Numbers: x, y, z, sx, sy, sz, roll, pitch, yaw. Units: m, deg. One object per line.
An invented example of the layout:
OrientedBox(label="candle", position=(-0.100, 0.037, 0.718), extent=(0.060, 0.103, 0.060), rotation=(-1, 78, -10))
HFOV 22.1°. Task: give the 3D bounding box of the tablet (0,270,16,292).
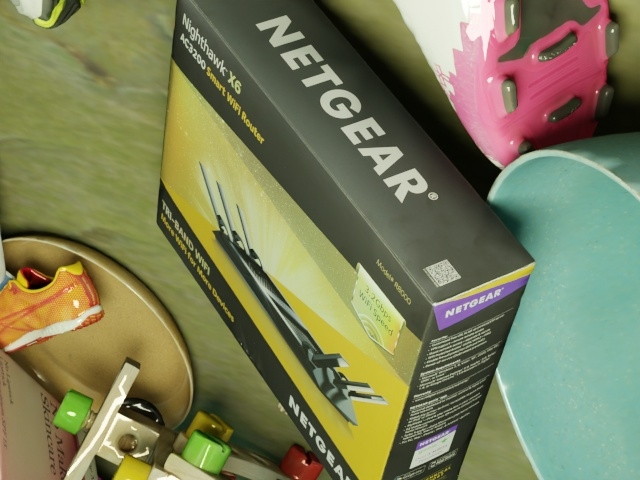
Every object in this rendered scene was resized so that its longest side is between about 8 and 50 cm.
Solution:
OrientedBox(label="tablet", position=(-0.271, 0.054, 1.474), extent=(0.083, 0.006, 0.054), rotation=(38, 140, -1))

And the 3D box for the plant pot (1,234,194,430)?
OrientedBox(label="plant pot", position=(-0.211, 0.082, 1.488), extent=(0.236, 0.032, 0.236), rotation=(19, 137, 19))

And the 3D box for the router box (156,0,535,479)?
OrientedBox(label="router box", position=(0.000, 0.000, 1.107), extent=(0.309, 0.081, 0.243), rotation=(52, 149, 31))

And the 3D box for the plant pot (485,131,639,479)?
OrientedBox(label="plant pot", position=(0.250, 0.056, 0.966), extent=(0.290, 0.195, 0.290), rotation=(52, 153, 40))

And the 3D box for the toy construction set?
OrientedBox(label="toy construction set", position=(-0.103, 0.168, 1.340), extent=(0.237, 0.257, 0.309), rotation=(32, 118, 1))

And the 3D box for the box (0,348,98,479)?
OrientedBox(label="box", position=(-0.295, 0.206, 1.449), extent=(0.126, 0.149, 0.232), rotation=(-18, 150, 8))

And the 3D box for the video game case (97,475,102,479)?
OrientedBox(label="video game case", position=(-0.291, 0.261, 1.668), extent=(0.232, 0.042, 0.210), rotation=(42, 142, 18))

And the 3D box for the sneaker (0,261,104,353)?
OrientedBox(label="sneaker", position=(-0.258, 0.060, 1.433), extent=(0.175, 0.064, 0.067), rotation=(-21, 89, 32))

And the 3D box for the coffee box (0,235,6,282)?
OrientedBox(label="coffee box", position=(-0.492, -0.056, 1.288), extent=(0.338, 0.337, 0.334), rotation=(16, 127, 22))

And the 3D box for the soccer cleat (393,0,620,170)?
OrientedBox(label="soccer cleat", position=(0.079, -0.186, 0.974), extent=(0.143, 0.116, 0.331), rotation=(27, 148, 48))

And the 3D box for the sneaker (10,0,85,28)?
OrientedBox(label="sneaker", position=(-0.188, -0.297, 1.017), extent=(0.147, 0.145, 0.385), rotation=(31, 139, 8))
